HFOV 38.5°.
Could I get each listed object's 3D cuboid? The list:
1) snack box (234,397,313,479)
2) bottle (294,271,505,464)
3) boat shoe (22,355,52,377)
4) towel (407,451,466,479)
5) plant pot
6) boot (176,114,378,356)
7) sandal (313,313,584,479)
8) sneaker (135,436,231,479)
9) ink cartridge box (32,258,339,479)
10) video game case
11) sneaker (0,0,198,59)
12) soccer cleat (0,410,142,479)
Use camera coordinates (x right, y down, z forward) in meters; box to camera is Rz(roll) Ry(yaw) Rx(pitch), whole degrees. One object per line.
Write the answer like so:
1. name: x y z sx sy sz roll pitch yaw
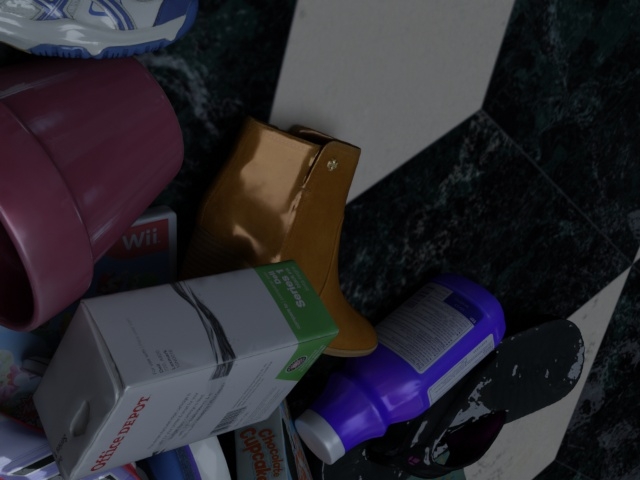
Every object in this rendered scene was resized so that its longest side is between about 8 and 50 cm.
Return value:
1. snack box: -0.035 0.325 1.070 0.060 0.187 0.321 -13 128 2
2. bottle: 0.095 0.155 1.106 0.283 0.118 0.092 -38 134 -23
3. boat shoe: -0.235 0.120 0.870 0.100 0.035 0.035 25 70 -40
4. towel: 0.127 0.466 1.385 0.271 0.040 0.370 -36 133 -16
5. plant pot: -0.216 -0.060 0.717 0.180 0.201 0.201 -40 135 -35
6. boot: -0.001 -0.001 0.967 0.295 0.104 0.211 22 99 -42
7. sandal: 0.193 0.217 1.220 0.446 0.107 0.167 -22 111 -23
8. sneaker: -0.222 0.309 0.935 0.236 0.130 0.322 -14 133 -26
9. ink cartridge box: -0.119 0.110 0.800 0.220 0.092 0.160 -9 147 -41
10. video game case: -0.236 0.115 0.904 0.204 0.025 0.285 -15 123 -31
11. sneaker: -0.220 -0.208 0.669 0.297 0.112 0.130 -9 120 -35
12. soccer cleat: -0.274 0.200 0.815 0.248 0.083 0.095 32 51 -16
